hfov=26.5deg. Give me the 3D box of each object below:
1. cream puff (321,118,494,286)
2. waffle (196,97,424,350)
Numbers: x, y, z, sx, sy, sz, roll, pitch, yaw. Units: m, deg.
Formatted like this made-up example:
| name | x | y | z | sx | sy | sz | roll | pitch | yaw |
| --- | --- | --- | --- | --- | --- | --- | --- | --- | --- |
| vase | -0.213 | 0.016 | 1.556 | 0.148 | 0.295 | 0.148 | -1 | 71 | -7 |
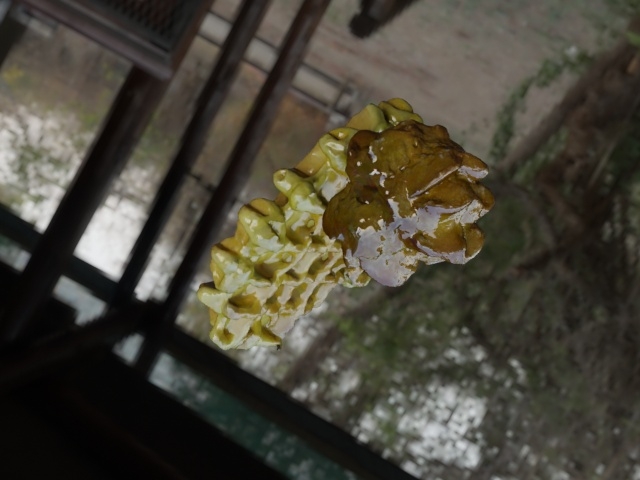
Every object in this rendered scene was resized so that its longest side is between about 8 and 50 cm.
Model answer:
| name | x | y | z | sx | sy | sz | roll | pitch | yaw |
| --- | --- | --- | --- | --- | --- | --- | --- | --- | --- |
| cream puff | 0.056 | -0.026 | 0.947 | 0.094 | 0.122 | 0.116 | -17 | -104 | -42 |
| waffle | -0.001 | -0.001 | 1.115 | 0.056 | 0.253 | 0.249 | 39 | 162 | 21 |
